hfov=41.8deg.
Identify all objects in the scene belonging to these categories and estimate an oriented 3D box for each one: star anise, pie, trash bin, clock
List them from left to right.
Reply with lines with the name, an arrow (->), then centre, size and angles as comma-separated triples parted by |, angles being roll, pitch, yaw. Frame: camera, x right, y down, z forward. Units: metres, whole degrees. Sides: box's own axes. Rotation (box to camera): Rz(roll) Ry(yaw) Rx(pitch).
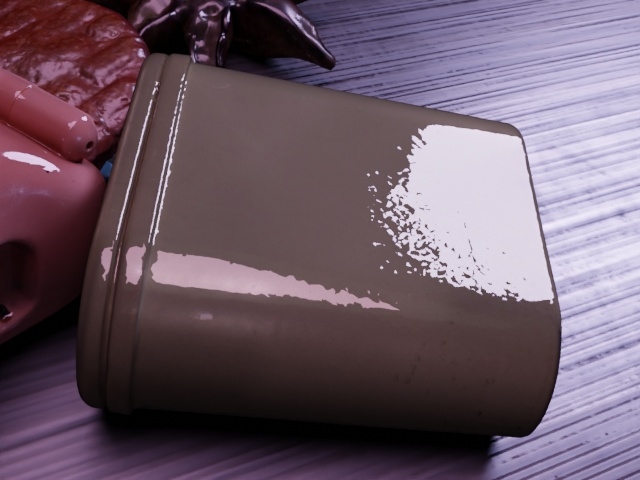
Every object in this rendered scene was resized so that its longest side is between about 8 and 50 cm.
clock -> -0.192, 0.010, 0.436 | 0.093, 0.165, 0.162 | 31, 44, 14
pie -> -0.207, -0.109, 0.596 | 0.183, 0.049, 0.182 | -1, 55, 1
star anise -> -0.101, -0.223, 0.703 | 0.272, 0.102, 0.271 | 3, 50, -4
trash bin -> 0.000, 0.000, 0.510 | 0.248, 0.121, 0.243 | 7, 47, -8

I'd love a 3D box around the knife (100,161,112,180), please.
knife -> -0.190, -0.066, 0.605 | 0.096, 0.010, 0.027 | 24, 49, 12
